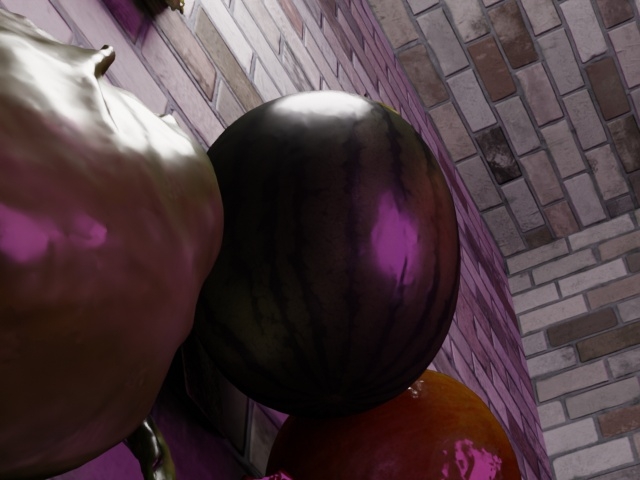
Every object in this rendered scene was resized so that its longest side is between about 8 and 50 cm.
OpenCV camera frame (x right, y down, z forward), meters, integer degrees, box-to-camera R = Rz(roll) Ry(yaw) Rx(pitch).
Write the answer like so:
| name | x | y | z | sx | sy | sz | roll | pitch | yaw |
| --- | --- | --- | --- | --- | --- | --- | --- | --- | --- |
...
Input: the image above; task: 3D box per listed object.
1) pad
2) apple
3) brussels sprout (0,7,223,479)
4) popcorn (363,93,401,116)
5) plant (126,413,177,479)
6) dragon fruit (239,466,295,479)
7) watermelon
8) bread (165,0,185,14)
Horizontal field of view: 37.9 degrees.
| name | x | y | z | sx | sy | sz | roll | pitch | yaw |
| --- | --- | --- | --- | --- | --- | --- | --- | --- | --- |
| pad | -0.130 | 0.072 | 0.953 | 0.158 | 0.003 | 0.235 | 74 | 3 | -62 |
| apple | 0.088 | 0.281 | 0.990 | 0.301 | 0.301 | 0.301 | 55 | 21 | -34 |
| brussels sprout | -0.210 | -0.001 | 0.441 | 0.328 | 0.247 | 0.328 | 26 | 9 | -4 |
| popcorn | 0.024 | -0.067 | 1.237 | 0.282 | 0.282 | 0.247 | 1 | 84 | -71 |
| plant | -0.106 | 0.182 | 0.573 | 0.251 | 0.180 | 0.333 | 16 | 45 | -8 |
| dragon fruit | -0.063 | 0.301 | 0.725 | 0.262 | 0.163 | 0.189 | -50 | 162 | -46 |
| watermelon | 0.000 | 0.000 | 0.930 | 0.279 | 0.278 | 0.359 | 51 | 32 | -43 |
| bread | -0.189 | -0.500 | 1.178 | 0.362 | 0.245 | 0.233 | 58 | 19 | -19 |
